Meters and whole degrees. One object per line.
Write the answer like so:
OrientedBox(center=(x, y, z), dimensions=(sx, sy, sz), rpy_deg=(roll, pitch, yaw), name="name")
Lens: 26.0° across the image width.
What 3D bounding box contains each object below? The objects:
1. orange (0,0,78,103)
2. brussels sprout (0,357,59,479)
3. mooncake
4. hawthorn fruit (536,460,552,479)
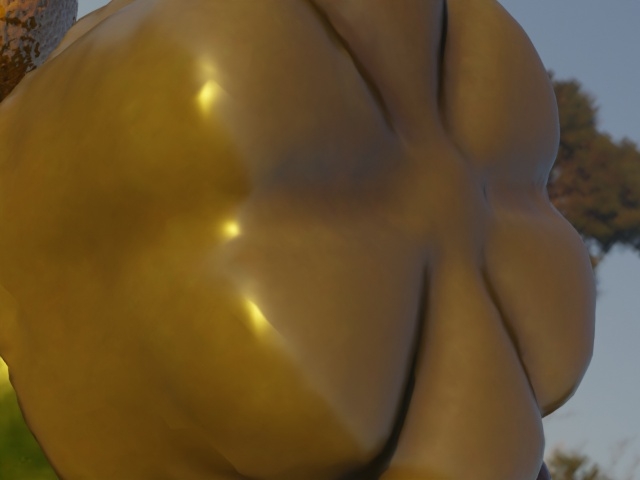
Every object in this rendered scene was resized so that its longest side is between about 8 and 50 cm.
OrientedBox(center=(-0.433, -0.284, 1.580), dimensions=(0.322, 0.322, 0.357), rpy_deg=(41, -41, 0), name="orange")
OrientedBox(center=(-0.220, 0.139, 1.265), dimensions=(0.315, 0.276, 0.371), rpy_deg=(59, -4, 28), name="brussels sprout")
OrientedBox(center=(0.000, 0.000, 0.970), dimensions=(0.262, 0.467, 0.467), rpy_deg=(-20, -55, 36), name="mooncake")
OrientedBox(center=(0.158, 0.327, 1.471), dimensions=(0.199, 0.199, 0.251), rpy_deg=(18, -59, 62), name="hawthorn fruit")
